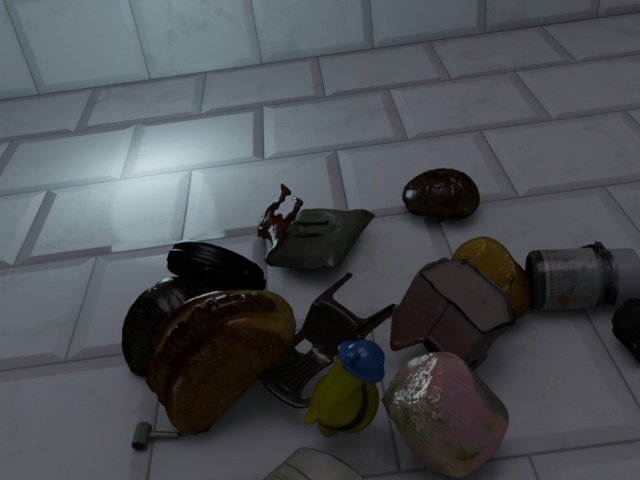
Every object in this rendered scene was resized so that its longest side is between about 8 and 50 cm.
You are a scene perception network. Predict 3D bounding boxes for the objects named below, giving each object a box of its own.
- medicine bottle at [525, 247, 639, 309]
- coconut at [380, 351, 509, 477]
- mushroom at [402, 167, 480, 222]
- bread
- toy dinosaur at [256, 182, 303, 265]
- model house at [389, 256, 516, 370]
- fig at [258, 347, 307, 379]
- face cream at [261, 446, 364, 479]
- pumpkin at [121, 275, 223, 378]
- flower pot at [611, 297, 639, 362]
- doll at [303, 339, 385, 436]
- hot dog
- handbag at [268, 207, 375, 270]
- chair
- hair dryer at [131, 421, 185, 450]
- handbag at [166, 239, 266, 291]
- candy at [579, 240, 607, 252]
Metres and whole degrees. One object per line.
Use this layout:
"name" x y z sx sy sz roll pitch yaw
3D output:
"medicine bottle" 0.695 0.101 1.887 0.273 0.165 0.165 -3 36 8
"coconut" 0.273 0.385 1.522 0.233 0.245 0.233 -39 14 12
"mushroom" 0.396 -0.150 2.313 0.253 0.153 0.253 -2 27 1
"bread" 0.455 0.115 1.915 0.195 0.142 0.269 -29 40 15
"toy dinosaur" -0.132 -0.061 2.159 0.097 0.208 0.432 31 4 -9
"model house" 0.323 0.208 1.759 0.202 0.237 0.237 -16 52 -46
"fig" -0.081 0.294 1.839 0.245 0.149 0.149 4 33 -16
"face cream" -0.086 0.566 1.465 0.173 0.081 0.348 26 48 37
"pumpkin" -0.390 0.199 1.915 0.325 0.232 0.242 -21 35 -23
"flower pot" 0.795 0.213 1.739 0.157 0.157 0.107 -16 22 -11
"doll" 0.053 0.333 1.536 0.199 0.363 0.145 -29 61 -23
"hot dog" -0.259 0.258 1.668 0.405 0.223 0.185 -45 26 10
"handbag" -0.002 -0.002 2.211 0.253 0.109 0.316 3 36 29
"chair" 0.013 0.242 1.731 0.176 0.183 0.326 34 35 20
"hair dryer" -0.386 0.472 1.701 0.124 0.038 0.063 2 38 1
"handbag" -0.289 0.082 2.008 0.254 0.308 0.093 6 74 27
"candy" 0.764 0.042 2.062 0.175 0.045 0.043 -20 4 -14
